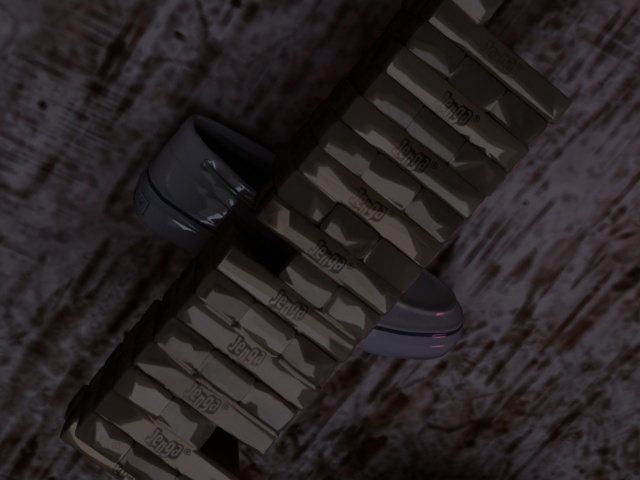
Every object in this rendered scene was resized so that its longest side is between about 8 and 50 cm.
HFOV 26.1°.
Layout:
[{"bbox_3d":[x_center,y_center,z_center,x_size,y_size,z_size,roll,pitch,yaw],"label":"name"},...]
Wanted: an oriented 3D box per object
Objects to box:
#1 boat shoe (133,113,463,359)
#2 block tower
[{"bbox_3d":[0.000,0.000,0.839,0.226,0.083,0.076,24,123,-17],"label":"boat shoe"},{"bbox_3d":[-0.004,0.006,0.764,0.097,0.091,0.335,37,97,-12],"label":"block tower"}]
